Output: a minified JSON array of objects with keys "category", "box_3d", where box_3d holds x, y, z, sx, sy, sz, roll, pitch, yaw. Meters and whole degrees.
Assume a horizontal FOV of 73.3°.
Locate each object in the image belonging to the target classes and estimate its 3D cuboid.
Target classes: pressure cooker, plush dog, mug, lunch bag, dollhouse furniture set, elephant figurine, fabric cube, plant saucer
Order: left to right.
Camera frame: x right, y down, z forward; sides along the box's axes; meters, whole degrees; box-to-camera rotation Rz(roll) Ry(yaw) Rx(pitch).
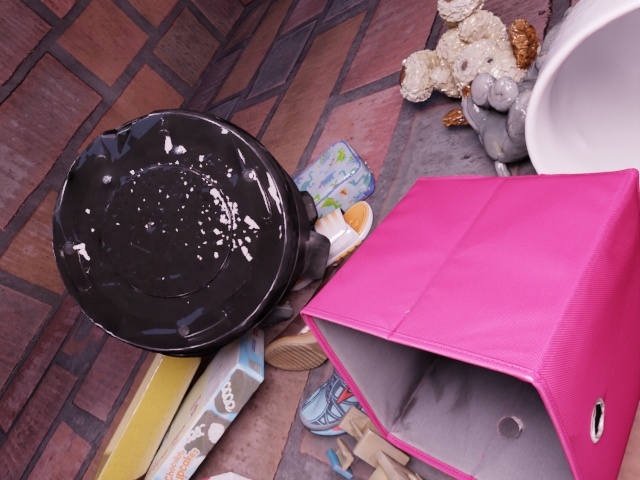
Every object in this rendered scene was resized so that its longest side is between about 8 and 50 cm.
[{"category":"plant saucer","box_3d":[-0.363,0.351,0.942,0.333,0.081,0.332,-31,33,64]},{"category":"pressure cooker","box_3d":[-0.195,-0.013,0.790,0.375,0.370,0.420,-33,0,2]},{"category":"lunch bag","box_3d":[0.016,-0.130,1.045,0.219,0.090,0.176,-40,39,12]},{"category":"dollhouse furniture set","box_3d":[0.078,0.342,0.567,0.129,0.129,0.184,-53,13,-4]},{"category":"plush dog","box_3d":[0.319,-0.355,0.879,0.262,0.211,0.225,-57,41,39]},{"category":"fabric cube","box_3d":[0.189,0.099,0.482,0.259,0.254,0.258,6,43,49]},{"category":"elephant figurine","box_3d":[0.383,-0.250,0.740,0.239,0.186,0.169,-30,71,-16]},{"category":"mug","box_3d":[0.477,-0.215,0.515,0.374,0.276,0.328,9,46,32]}]

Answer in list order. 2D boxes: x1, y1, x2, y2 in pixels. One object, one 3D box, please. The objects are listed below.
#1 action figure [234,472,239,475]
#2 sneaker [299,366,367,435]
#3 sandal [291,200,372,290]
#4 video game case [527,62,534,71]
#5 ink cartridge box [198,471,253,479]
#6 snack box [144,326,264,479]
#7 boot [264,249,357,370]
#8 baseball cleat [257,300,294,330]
[{"category":"action figure","box_3d":[-0.241,0.499,0.784,0.232,0.063,0.137,-23,47,36]},{"category":"sneaker","box_3d":[0.054,0.201,0.683,0.262,0.125,0.104,-40,28,10]},{"category":"sandal","box_3d":[0.003,0.006,0.950,0.265,0.076,0.102,-44,37,7]},{"category":"video game case","box_3d":[0.383,-0.335,0.919,0.122,0.011,0.087,-49,37,0]},{"category":"ink cartridge box","box_3d":[-0.130,0.418,0.676,0.099,0.135,0.056,-27,39,26]},{"category":"snack box","box_3d":[-0.221,0.325,0.828,0.322,0.060,0.187,-54,14,7]},{"category":"boot","box_3d":[0.003,0.137,0.857,0.248,0.090,0.207,-31,26,30]},{"category":"baseball cleat","box_3d":[-0.139,0.194,0.952,0.206,0.072,0.109,-14,65,40]}]
